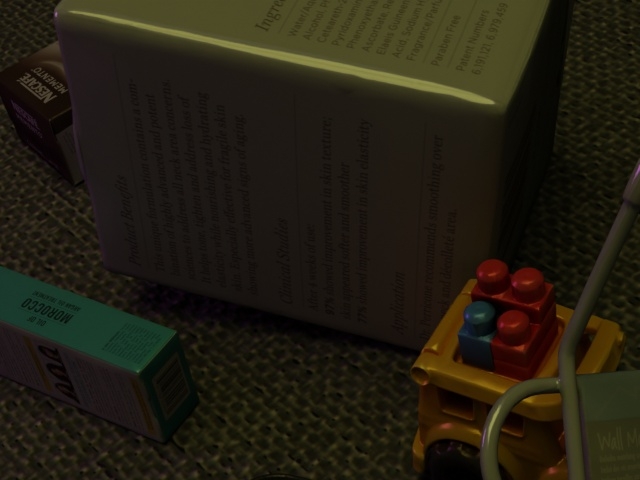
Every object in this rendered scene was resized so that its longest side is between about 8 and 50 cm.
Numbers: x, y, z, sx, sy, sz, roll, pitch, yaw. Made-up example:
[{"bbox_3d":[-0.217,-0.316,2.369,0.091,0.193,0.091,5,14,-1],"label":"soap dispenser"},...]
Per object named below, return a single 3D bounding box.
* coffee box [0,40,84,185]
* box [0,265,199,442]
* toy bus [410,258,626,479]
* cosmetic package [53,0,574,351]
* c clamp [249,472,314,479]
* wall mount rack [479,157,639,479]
[{"bbox_3d":[-0.238,-0.190,1.583,0.246,0.098,0.141,-35,46,-22],"label":"coffee box"},{"bbox_3d":[-0.236,0.103,1.267,0.244,0.100,0.060,17,49,29],"label":"box"},{"bbox_3d":[0.184,0.115,1.067,0.220,0.211,0.149,17,48,27],"label":"toy bus"},{"bbox_3d":[0.013,-0.143,1.262,0.394,0.329,0.327,14,49,13],"label":"cosmetic package"},{"bbox_3d":[-0.024,0.239,1.094,0.137,0.022,0.160,3,22,16],"label":"c clamp"},{"bbox_3d":[0.284,0.098,0.964,0.350,0.304,0.130,0,-6,-32],"label":"wall mount rack"}]
